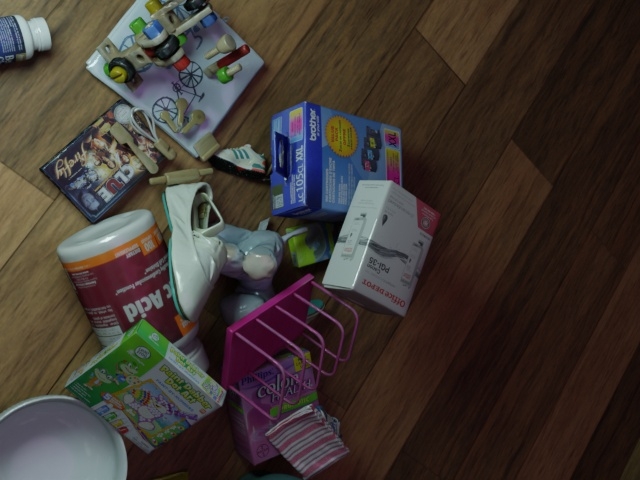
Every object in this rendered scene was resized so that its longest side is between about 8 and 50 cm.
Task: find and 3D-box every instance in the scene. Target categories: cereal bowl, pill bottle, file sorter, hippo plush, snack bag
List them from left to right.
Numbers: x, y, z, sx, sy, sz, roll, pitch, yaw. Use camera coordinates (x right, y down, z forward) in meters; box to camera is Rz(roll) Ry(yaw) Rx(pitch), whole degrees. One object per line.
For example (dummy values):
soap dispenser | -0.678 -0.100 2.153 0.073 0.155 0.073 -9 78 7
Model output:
pill bottle | -0.656 -0.417 1.575 0.169 0.094 0.094 -19 105 -28
cereal bowl | -0.605 0.506 1.659 0.339 0.141 0.338 3 84 -31
pill bottle | -0.409 0.148 1.705 0.224 0.224 0.392 -29 109 -26
snack bag | -0.329 -0.422 1.807 0.342 0.037 0.323 40 75 -27
hippo plush | -0.196 0.091 1.876 0.294 0.234 0.236 -47 148 -65
file sorter | -0.066 0.259 1.809 0.291 0.182 0.202 -32 144 -42

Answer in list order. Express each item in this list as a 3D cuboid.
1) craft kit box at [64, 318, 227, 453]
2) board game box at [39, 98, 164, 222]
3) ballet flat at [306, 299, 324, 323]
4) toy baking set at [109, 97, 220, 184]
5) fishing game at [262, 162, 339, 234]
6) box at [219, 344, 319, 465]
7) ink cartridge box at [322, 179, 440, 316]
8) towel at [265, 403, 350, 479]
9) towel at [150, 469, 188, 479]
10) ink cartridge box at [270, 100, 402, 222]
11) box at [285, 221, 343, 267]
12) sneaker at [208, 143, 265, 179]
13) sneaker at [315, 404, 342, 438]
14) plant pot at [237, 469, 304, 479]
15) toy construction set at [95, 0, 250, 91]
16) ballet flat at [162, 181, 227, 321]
craft kit box | -0.375 0.320 1.628 0.247 0.061 0.250 -38 109 22
board game box | -0.489 -0.183 1.730 0.243 0.042 0.165 -47 117 -19
ballet flat | -0.063 0.211 2.032 0.168 0.057 0.052 -24 134 -24
toy baking set | -0.358 -0.225 1.767 0.256 0.030 0.196 -19 100 -32
fishing game | -0.015 -0.149 2.002 0.264 0.041 0.189 41 65 -20
box | -0.124 0.420 1.969 0.214 0.117 0.242 -15 102 -29
ink cartridge box | 0.152 0.022 1.844 0.207 0.117 0.282 29 75 -38
towel | -0.030 0.517 1.920 0.144 0.029 0.197 -34 114 4
towel | -0.371 0.702 1.905 0.102 0.021 0.237 -7 98 -31
ink cartridge box | 0.021 -0.184 1.920 0.396 0.151 0.269 7 77 -37
box | 0.000 0.000 2.044 0.178 0.042 0.109 -16 101 -29
sneaker | -0.209 -0.210 1.899 0.161 0.057 0.075 17 62 -25
sneaker | 0.019 0.477 1.971 0.058 0.052 0.135 -37 121 -34
plant pot | -0.114 0.716 1.924 0.272 0.255 0.271 -3 96 -31
toy construction set | -0.346 -0.432 1.695 0.309 0.237 0.257 25 52 -47
ballet flat | -0.274 0.001 1.692 0.139 0.400 0.139 -8 135 -8
